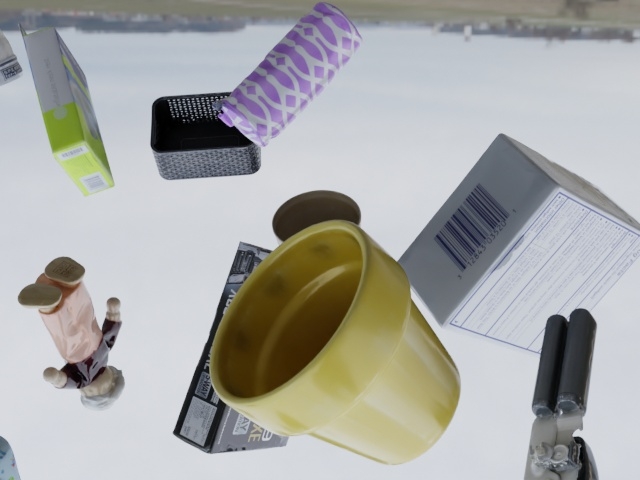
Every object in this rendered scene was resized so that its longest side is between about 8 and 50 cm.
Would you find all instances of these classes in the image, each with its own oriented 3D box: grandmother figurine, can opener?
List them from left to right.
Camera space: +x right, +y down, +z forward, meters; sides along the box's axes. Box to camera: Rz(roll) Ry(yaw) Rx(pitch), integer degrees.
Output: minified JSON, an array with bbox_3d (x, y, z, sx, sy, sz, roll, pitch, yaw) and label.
[{"bbox_3d":[-0.429,0.184,1.737,0.104,0.342,0.208,26,-128,30],"label":"grandmother figurine"},{"bbox_3d":[0.314,0.214,1.238,0.074,0.093,0.280,-20,-141,37],"label":"can opener"}]

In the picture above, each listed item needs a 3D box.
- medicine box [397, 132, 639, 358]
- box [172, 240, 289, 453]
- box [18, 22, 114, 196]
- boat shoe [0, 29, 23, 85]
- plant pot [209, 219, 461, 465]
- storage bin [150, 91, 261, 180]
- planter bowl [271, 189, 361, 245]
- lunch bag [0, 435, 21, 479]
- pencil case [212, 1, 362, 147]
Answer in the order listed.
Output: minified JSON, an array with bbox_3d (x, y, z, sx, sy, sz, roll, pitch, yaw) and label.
[{"bbox_3d":[0.311,0.019,1.460,0.289,0.263,0.149,20,-155,-42],"label":"medicine box"},{"bbox_3d":[-0.088,0.171,1.498,0.076,0.308,0.242,19,180,27],"label":"box"},{"bbox_3d":[-0.282,-0.150,1.074,0.042,0.178,0.109,-20,156,-2],"label":"box"},{"bbox_3d":[-0.679,-0.300,1.594,0.366,0.157,0.136,-8,-158,22],"label":"boat shoe"},{"bbox_3d":[0.037,0.144,1.160,0.239,0.254,0.254,41,170,-28],"label":"plant pot"},{"bbox_3d":[-0.196,-0.180,1.660,0.180,0.122,0.084,-4,149,1],"label":"storage bin"},{"bbox_3d":[0.000,0.000,1.756,0.162,0.109,0.162,-6,-138,5],"label":"planter bowl"},{"bbox_3d":[-0.674,0.447,1.825,0.218,0.176,0.090,4,-157,23],"label":"lunch bag"},{"bbox_3d":[-0.039,-0.210,1.222,0.206,0.086,0.088,-45,-152,-8],"label":"pencil case"}]
